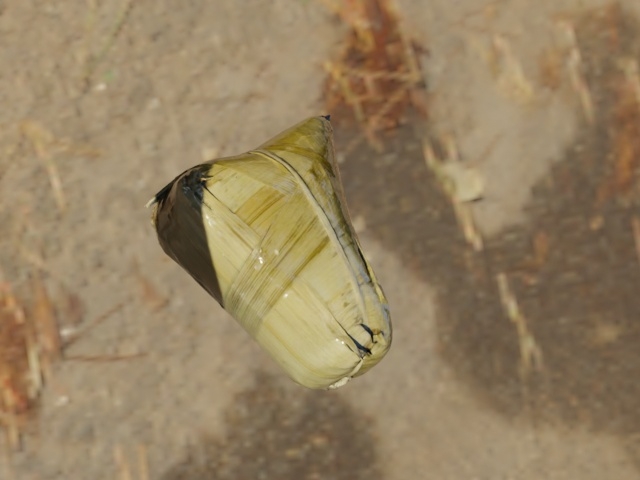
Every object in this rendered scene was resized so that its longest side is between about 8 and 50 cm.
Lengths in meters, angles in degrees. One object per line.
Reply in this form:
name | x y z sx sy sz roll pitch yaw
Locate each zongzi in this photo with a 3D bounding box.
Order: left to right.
zongzi | 0.000 0.000 1.357 0.194 0.099 0.197 49 44 10
